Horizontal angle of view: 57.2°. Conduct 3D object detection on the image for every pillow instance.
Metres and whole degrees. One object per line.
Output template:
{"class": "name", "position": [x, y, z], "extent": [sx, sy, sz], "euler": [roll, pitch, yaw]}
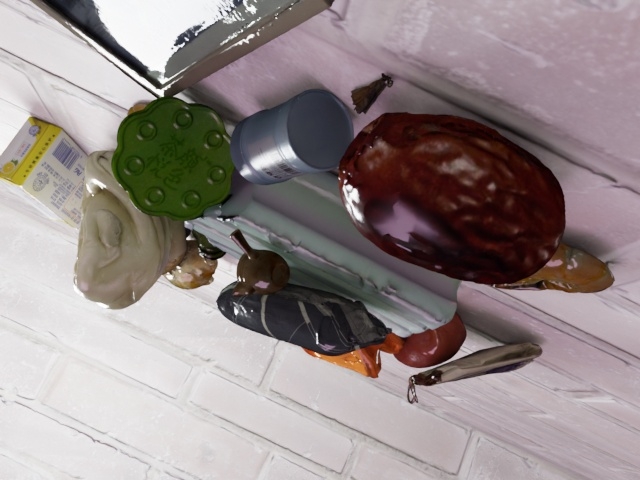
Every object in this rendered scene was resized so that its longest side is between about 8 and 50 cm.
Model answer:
{"class": "pillow", "position": [-0.047, 0.117, 0.958], "extent": [0.335, 0.093, 0.161], "euler": [9, 178, 40]}

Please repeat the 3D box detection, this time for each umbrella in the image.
{"class": "umbrella", "position": [0.056, -0.166, 0.662], "extent": [0.032, 0.020, 0.083], "euler": [66, 158, 0]}

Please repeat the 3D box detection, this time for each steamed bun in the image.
{"class": "steamed bun", "position": [-0.400, -0.033, 1.282], "extent": [0.237, 0.394, 0.347], "euler": [6, 129, -22]}

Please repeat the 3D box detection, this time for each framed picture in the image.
{"class": "framed picture", "position": [-0.223, -0.300, 0.634], "extent": [0.326, 0.028, 0.446], "euler": [35, 161, -29]}

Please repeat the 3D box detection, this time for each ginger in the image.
{"class": "ginger", "position": [-0.426, 0.044, 1.703], "extent": [0.256, 0.176, 0.375], "euler": [-3, 151, 28]}

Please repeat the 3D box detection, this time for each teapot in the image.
{"class": "teapot", "position": [-0.100, 0.036, 0.863], "extent": [0.080, 0.085, 0.110], "euler": [5, 133, 41]}

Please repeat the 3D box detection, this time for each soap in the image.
{"class": "soap", "position": [0.000, 0.000, 0.992], "extent": [0.446, 0.156, 0.261], "euler": [26, 163, -4]}

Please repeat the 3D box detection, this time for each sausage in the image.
{"class": "sausage", "position": [0.239, 0.217, 1.330], "extent": [0.148, 0.148, 0.254], "euler": [27, 161, -6]}

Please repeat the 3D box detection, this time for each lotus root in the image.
{"class": "lotus root", "position": [-0.231, -0.135, 0.906], "extent": [0.186, 0.186, 0.186], "euler": [23, 163, 7]}

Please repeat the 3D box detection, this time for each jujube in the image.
{"class": "jujube", "position": [0.137, -0.043, 0.645], "extent": [0.243, 0.183, 0.183], "euler": [28, 163, -8]}

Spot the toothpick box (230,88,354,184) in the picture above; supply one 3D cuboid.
{"class": "toothpick box", "position": [-0.041, -0.128, 0.762], "extent": [0.101, 0.101, 0.153], "euler": [35, 161, -28]}

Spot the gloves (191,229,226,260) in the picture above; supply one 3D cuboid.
{"class": "gloves", "position": [-0.220, -0.040, 1.253], "extent": [0.107, 0.135, 0.268], "euler": [51, 150, 3]}

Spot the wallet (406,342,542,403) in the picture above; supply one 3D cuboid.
{"class": "wallet", "position": [0.335, 0.288, 1.310], "extent": [0.274, 0.068, 0.335], "euler": [-17, 164, -6]}

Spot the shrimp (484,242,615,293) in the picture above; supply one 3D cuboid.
{"class": "shrimp", "position": [0.310, 0.046, 0.869], "extent": [0.145, 0.061, 0.267], "euler": [21, 163, -20]}

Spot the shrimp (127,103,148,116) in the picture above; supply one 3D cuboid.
{"class": "shrimp", "position": [-0.267, -0.177, 1.019], "extent": [0.187, 0.052, 0.132], "euler": [21, 163, 24]}

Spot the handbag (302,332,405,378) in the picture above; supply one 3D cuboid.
{"class": "handbag", "position": [-0.002, 0.167, 1.390], "extent": [0.303, 0.116, 0.410], "euler": [50, 161, -12]}

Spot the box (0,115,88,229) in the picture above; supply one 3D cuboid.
{"class": "box", "position": [-0.645, -0.156, 1.425], "extent": [0.097, 0.168, 0.265], "euler": [24, 165, 15]}
